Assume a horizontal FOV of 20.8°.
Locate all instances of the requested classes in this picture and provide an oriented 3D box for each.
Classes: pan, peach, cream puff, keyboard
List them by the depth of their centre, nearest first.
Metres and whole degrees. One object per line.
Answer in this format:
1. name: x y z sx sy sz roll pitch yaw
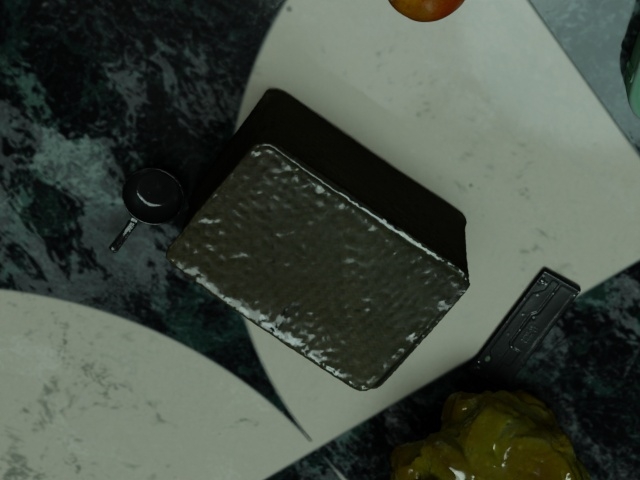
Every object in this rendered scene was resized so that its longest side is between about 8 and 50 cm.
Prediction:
1. peach: 0.107 -0.266 1.704 0.101 0.100 0.100 2 117 3
2. pan: -0.193 -0.034 1.884 0.068 0.023 0.115 35 111 -14
3. cream puff: 0.181 0.281 1.926 0.244 0.196 0.244 1 118 2
4. keyboard: 0.226 0.099 1.933 0.053 0.010 0.155 29 115 -12

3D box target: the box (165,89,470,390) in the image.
1. box: 0.000 0.001 1.825 0.273 0.143 0.184 34 114 -14

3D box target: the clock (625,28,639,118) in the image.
1. clock: 0.419 -0.177 1.748 0.211 0.066 0.159 14 117 -4
